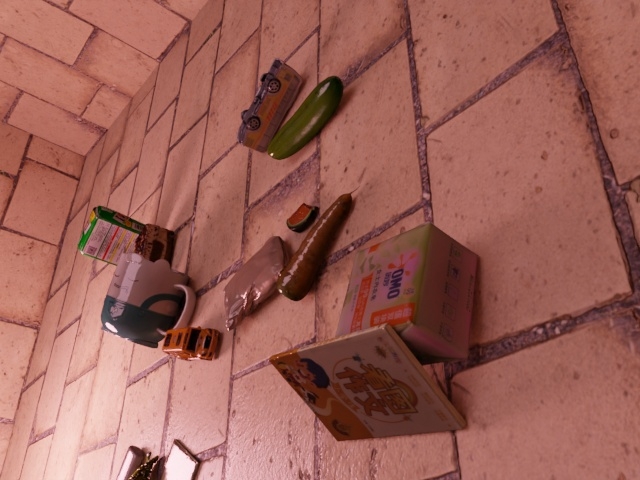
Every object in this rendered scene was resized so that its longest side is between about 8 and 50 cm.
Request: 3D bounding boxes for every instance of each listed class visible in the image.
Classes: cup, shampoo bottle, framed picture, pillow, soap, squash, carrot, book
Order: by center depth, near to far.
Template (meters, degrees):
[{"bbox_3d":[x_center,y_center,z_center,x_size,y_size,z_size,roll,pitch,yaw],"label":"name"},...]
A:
[{"bbox_3d":[0.142,0.098,1.012,0.182,0.138,0.199,-24,40,45],"label":"soap"},{"bbox_3d":[0.064,0.242,1.015,0.295,0.208,0.020,-26,17,46],"label":"book"},{"bbox_3d":[0.000,0.000,1.384,0.298,0.078,0.078,-58,33,2],"label":"carrot"},{"bbox_3d":[-0.166,0.107,1.545,0.270,0.067,0.173,-46,32,28],"label":"pillow"},{"bbox_3d":[-0.376,0.635,1.561,0.173,0.010,0.231,11,79,57],"label":"framed picture"},{"bbox_3d":[-0.035,-0.309,1.609,0.292,0.082,0.082,-44,38,33],"label":"squash"},{"bbox_3d":[-0.551,0.671,1.764,0.080,0.040,0.165,11,78,56],"label":"shampoo bottle"},{"bbox_3d":[-0.510,0.184,1.885,0.290,0.219,0.257,15,81,25],"label":"cup"}]

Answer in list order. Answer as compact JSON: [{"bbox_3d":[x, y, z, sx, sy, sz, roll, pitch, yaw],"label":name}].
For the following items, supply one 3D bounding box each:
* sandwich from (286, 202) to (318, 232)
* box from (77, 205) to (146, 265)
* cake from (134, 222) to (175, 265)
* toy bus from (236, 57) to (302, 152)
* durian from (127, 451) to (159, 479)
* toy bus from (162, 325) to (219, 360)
[{"bbox_3d":[-0.043,-0.055,1.512,0.101,0.026,0.069,-44,34,26],"label":"sandwich"},{"bbox_3d":[-0.742,-0.003,2.281,0.180,0.250,0.103,-60,27,11],"label":"box"},{"bbox_3d":[-0.584,0.079,2.134,0.135,0.112,0.246,-28,51,48],"label":"cake"},{"bbox_3d":[-0.151,-0.388,1.807,0.268,0.106,0.092,-60,33,13],"label":"toy bus"},{"bbox_3d":[-0.512,0.732,1.600,0.132,0.107,0.375,138,150,-60],"label":"durian"},{"bbox_3d":[-0.352,0.277,1.684,0.194,0.088,0.083,-15,57,51],"label":"toy bus"}]
